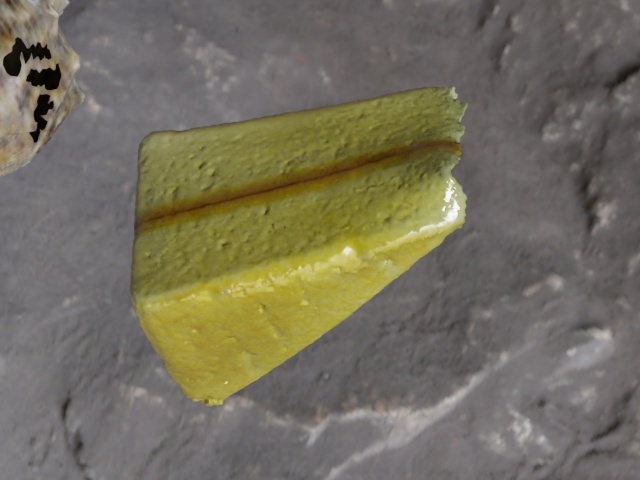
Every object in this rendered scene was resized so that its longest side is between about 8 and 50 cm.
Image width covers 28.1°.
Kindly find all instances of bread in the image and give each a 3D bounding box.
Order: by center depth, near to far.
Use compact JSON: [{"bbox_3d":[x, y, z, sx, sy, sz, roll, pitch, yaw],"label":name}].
[{"bbox_3d":[0.000,0.000,1.339,0.362,0.245,0.233,-12,51,11],"label":"bread"}]

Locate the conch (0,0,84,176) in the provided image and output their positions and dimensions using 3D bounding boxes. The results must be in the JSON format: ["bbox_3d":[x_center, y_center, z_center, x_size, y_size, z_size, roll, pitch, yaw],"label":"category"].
[{"bbox_3d":[-0.175,-0.075,0.454,0.155,0.130,0.207,44,56,7],"label":"conch"}]
